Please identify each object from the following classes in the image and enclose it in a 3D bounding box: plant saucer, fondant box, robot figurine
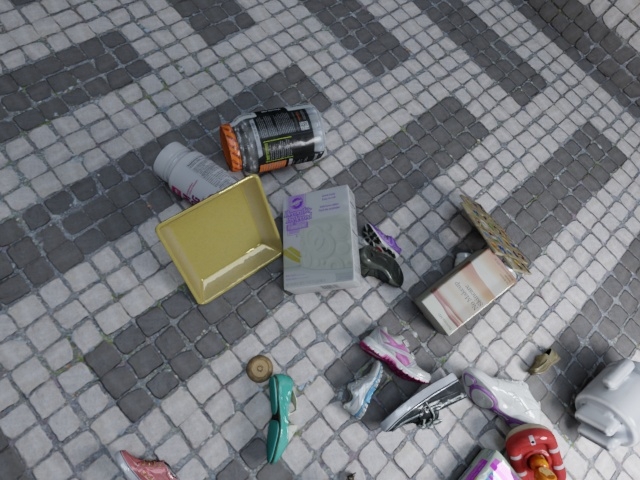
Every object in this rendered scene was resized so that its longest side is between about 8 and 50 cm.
[{"bbox_3d":[-0.304,-0.011,1.268,0.333,0.332,0.081,-33,43,-21],"label":"plant saucer"},{"bbox_3d":[-0.188,0.397,1.262,0.084,0.015,0.083,4,69,-10],"label":"plant saucer"},{"bbox_3d":[0.000,0.000,1.351,0.239,0.096,0.329,-10,68,18],"label":"fondant box"},{"bbox_3d":[1.014,0.538,1.367,0.354,0.200,0.299,-29,115,-20],"label":"robot figurine"}]

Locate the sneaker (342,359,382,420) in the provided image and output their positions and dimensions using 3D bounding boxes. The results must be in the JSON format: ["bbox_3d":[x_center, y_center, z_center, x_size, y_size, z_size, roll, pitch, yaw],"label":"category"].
[{"bbox_3d":[0.131,0.456,1.282,0.083,0.071,0.190,29,66,6],"label":"sneaker"}]

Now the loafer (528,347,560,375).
[{"bbox_3d":[0.783,0.429,1.441,0.148,0.056,0.050,-20,75,-29],"label":"loafer"}]

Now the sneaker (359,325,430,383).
[{"bbox_3d":[0.259,0.367,1.323,0.252,0.103,0.111,37,69,2],"label":"sneaker"}]

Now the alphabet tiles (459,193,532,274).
[{"bbox_3d":[0.635,-0.024,1.485,0.285,0.011,0.342,13,43,-44],"label":"alphabet tiles"}]

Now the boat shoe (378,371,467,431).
[{"bbox_3d":[0.327,0.530,1.272,0.307,0.113,0.104,-19,60,-27],"label":"boat shoe"}]

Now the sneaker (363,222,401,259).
[{"bbox_3d":[0.224,-0.002,1.485,0.170,0.068,0.071,46,52,-3],"label":"sneaker"}]

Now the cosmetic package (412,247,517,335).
[{"bbox_3d":[0.486,0.173,1.386,0.296,0.129,0.153,-38,84,-4],"label":"cosmetic package"}]

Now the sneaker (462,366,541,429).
[{"bbox_3d":[0.601,0.506,1.356,0.305,0.114,0.152,39,55,-2],"label":"sneaker"}]

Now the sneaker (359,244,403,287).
[{"bbox_3d":[0.187,0.098,1.425,0.228,0.130,0.087,31,58,-30],"label":"sneaker"}]

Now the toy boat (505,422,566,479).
[{"bbox_3d":[0.658,0.677,1.226,0.151,0.151,0.230,-19,99,11],"label":"toy boat"}]

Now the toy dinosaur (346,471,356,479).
[{"bbox_3d":[0.081,0.759,1.130,0.314,0.121,0.160,-23,63,-23],"label":"toy dinosaur"}]

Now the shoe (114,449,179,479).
[{"bbox_3d":[-0.465,0.614,1.099,0.081,0.063,0.178,-42,88,-24],"label":"shoe"}]

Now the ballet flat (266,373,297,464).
[{"bbox_3d":[-0.108,0.522,1.201,0.087,0.083,0.246,9,70,-24],"label":"ballet flat"}]

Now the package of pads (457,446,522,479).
[{"bbox_3d":[0.538,0.822,1.214,0.229,0.101,0.296,-37,81,-22],"label":"package of pads"}]

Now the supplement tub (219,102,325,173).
[{"bbox_3d":[-0.170,-0.357,1.444,0.339,0.207,0.206,-16,74,-18],"label":"supplement tub"}]

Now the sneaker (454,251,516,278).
[{"bbox_3d":[0.604,0.120,1.505,0.229,0.087,0.092,17,74,2],"label":"sneaker"}]

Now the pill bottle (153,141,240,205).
[{"bbox_3d":[-0.397,-0.194,1.358,0.283,0.160,0.160,35,67,3],"label":"pill bottle"}]
